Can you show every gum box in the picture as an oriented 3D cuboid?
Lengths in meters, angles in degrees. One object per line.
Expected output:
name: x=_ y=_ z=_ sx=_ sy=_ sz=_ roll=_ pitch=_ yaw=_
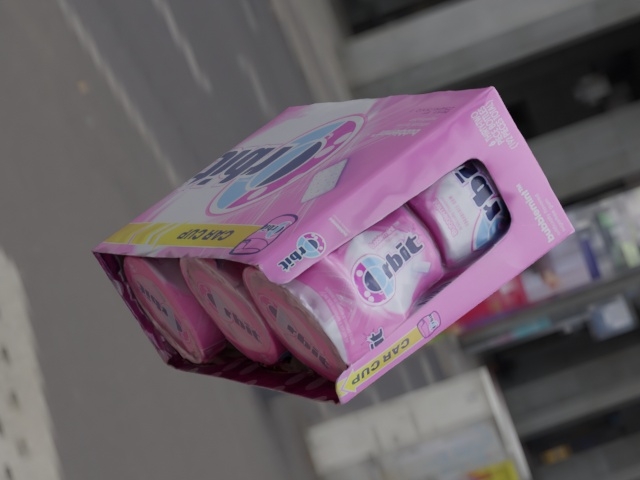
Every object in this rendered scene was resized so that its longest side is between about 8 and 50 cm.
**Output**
gum box: x=0.000 y=0.000 z=0.705 sx=0.062 sy=0.107 sz=0.188 roll=58 pitch=-20 yaw=-14
